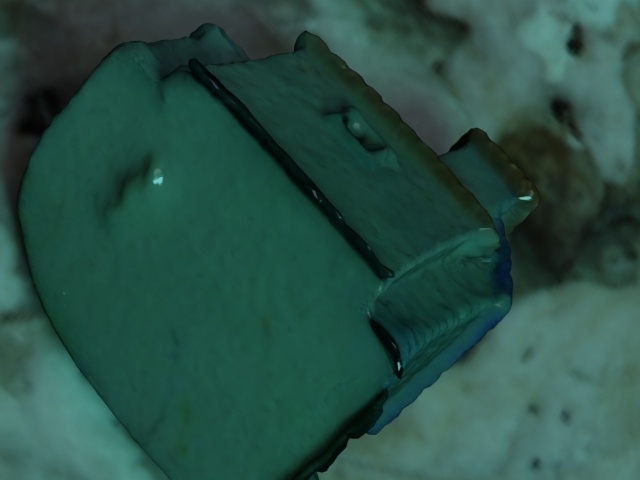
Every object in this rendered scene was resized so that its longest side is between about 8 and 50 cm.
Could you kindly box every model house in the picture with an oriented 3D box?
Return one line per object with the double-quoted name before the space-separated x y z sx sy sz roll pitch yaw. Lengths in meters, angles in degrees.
"model house" 0.000 0.000 0.648 0.148 0.119 0.148 49 36 16
